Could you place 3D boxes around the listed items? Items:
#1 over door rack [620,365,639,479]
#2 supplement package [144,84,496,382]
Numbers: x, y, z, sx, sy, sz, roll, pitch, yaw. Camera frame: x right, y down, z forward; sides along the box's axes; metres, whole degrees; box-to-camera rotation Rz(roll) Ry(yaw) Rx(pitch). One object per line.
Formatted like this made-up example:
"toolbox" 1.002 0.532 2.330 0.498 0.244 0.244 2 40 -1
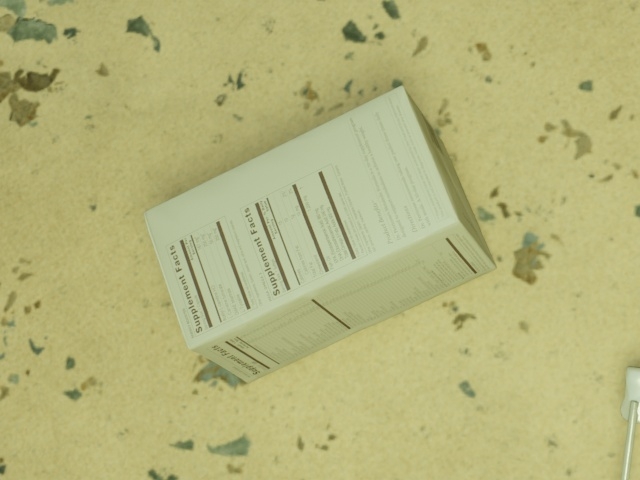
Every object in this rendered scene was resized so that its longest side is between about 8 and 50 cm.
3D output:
"over door rack" 0.310 0.248 1.098 0.239 0.108 0.324 7 74 22
"supplement package" 0.000 0.000 1.285 0.244 0.139 0.134 -25 66 10
